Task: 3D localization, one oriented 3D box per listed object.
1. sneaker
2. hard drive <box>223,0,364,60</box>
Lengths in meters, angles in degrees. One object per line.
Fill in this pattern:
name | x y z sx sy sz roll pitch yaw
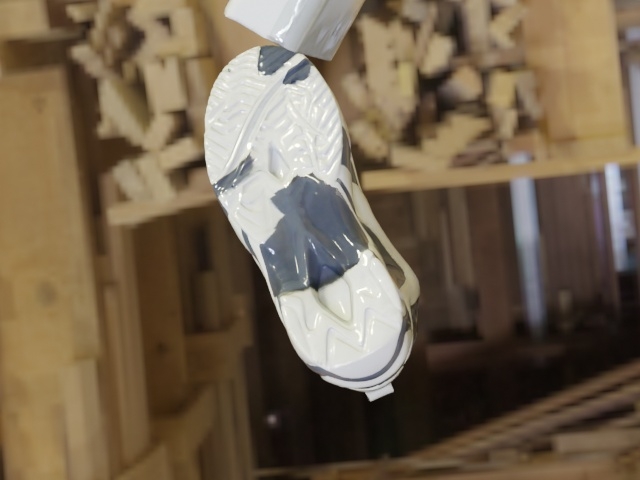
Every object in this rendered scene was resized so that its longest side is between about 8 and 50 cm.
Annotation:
sneaker | 0.000 0.000 1.091 0.235 0.094 0.153 62 177 25
hard drive | 0.056 -0.234 0.843 0.307 0.040 0.203 -61 -3 7
